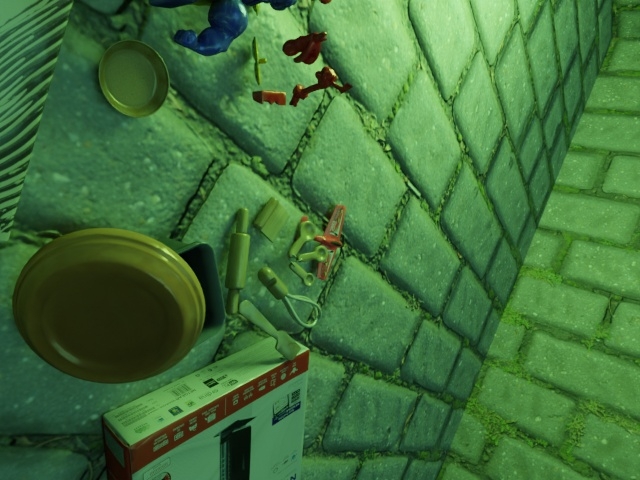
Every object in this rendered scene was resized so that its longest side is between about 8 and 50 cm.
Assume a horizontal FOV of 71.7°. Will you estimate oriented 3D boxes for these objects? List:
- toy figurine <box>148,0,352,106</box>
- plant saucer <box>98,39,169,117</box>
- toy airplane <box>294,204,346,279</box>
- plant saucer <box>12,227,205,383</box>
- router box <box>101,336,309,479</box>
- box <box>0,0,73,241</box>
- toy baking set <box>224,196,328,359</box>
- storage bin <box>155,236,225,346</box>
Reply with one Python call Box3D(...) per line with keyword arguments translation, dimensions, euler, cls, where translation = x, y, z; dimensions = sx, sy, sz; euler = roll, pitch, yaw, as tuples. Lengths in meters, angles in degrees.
Box3D(translation=(-0.095, -0.331, 0.464), dimensions=(0.217, 0.191, 0.363), euler=(-14, 114, -42), cls="toy figurine")
Box3D(translation=(-0.214, -0.184, 0.506), dimensions=(0.083, 0.015, 0.084), euler=(-23, 122, -43), cls="plant saucer")
Box3D(translation=(0.000, 0.000, 0.834), dimensions=(0.151, 0.028, 0.151), euler=(-21, 118, -46), cls="toy airplane")
Box3D(translation=(-0.230, 0.084, 0.487), dimensions=(0.199, 0.037, 0.200), euler=(-4, 115, -9), cls="plant saucer")
Box3D(translation=(-0.165, 0.353, 0.732), dimensions=(0.335, 0.082, 0.302), euler=(-17, 117, -47), cls="router box")
Box3D(translation=(-0.293, -0.145, 0.360), dimensions=(0.113, 0.094, 0.276), euler=(12, 96, -52), cls="box")
Box3D(translation=(-0.066, 0.062, 0.717), dimensions=(0.196, 0.030, 0.257), euler=(16, 79, -37), cls="toy baking set")
Box3D(translation=(-0.195, 0.064, 0.570), dimensions=(0.098, 0.091, 0.135), euler=(-30, 125, -41), cls="storage bin")
